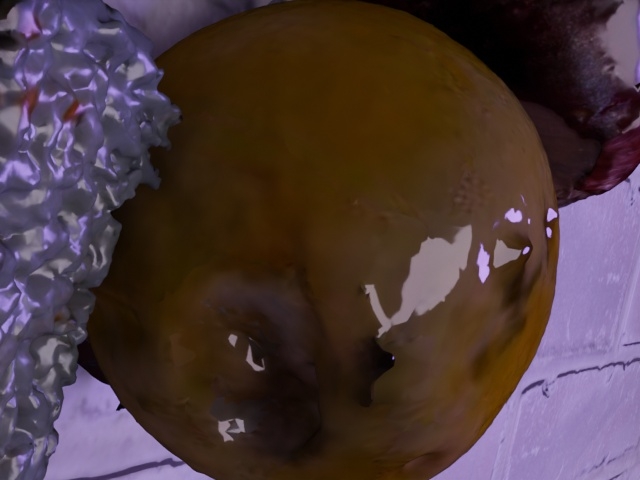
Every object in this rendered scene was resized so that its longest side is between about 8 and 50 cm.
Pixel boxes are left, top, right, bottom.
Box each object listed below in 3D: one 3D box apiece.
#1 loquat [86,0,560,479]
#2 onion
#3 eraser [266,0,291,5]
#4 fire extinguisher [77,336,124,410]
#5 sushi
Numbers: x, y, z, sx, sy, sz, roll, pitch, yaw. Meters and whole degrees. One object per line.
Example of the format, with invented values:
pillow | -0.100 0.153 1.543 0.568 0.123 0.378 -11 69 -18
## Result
loquat | 0.000 0.000 0.524 0.244 0.244 0.243 -35 133 -50
onion | 0.091 -0.126 0.703 0.195 0.272 0.272 -31 141 -3
eraser | -0.015 -0.004 0.720 0.089 0.061 0.351 -51 143 -38
fire extinguisher | -0.123 0.036 0.562 0.158 0.043 0.064 58 34 -54
sushi | -0.148 0.006 0.377 0.225 0.126 0.136 -65 159 -1
